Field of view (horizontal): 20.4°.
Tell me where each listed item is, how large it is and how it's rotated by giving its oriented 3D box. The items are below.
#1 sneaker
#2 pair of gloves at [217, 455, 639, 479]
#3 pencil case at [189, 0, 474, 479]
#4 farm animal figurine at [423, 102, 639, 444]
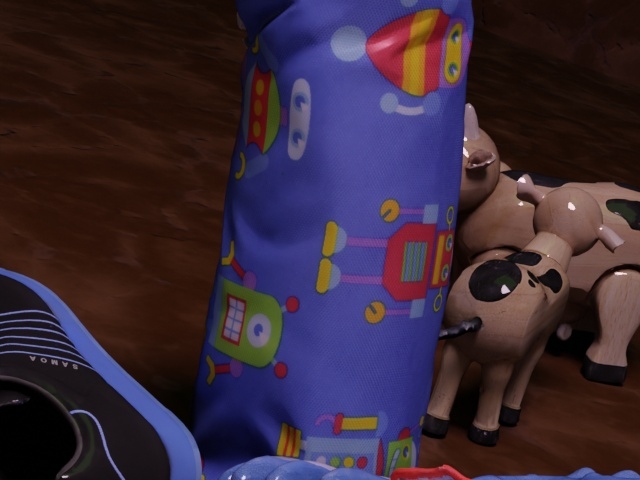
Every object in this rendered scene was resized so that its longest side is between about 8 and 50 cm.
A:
[{"bbox_3d":[-0.162,0.073,0.902,0.232,0.081,0.090,30,14,38],"label":"sneaker"},{"bbox_3d":[0.054,0.108,0.789,0.198,0.023,0.159,-5,-12,44],"label":"pair of gloves"},{"bbox_3d":[0.000,0.000,0.907,0.133,0.306,0.119,13,11,37],"label":"pencil case"},{"bbox_3d":[0.126,-0.001,1.247,0.326,0.172,0.330,5,19,-31],"label":"farm animal figurine"}]
